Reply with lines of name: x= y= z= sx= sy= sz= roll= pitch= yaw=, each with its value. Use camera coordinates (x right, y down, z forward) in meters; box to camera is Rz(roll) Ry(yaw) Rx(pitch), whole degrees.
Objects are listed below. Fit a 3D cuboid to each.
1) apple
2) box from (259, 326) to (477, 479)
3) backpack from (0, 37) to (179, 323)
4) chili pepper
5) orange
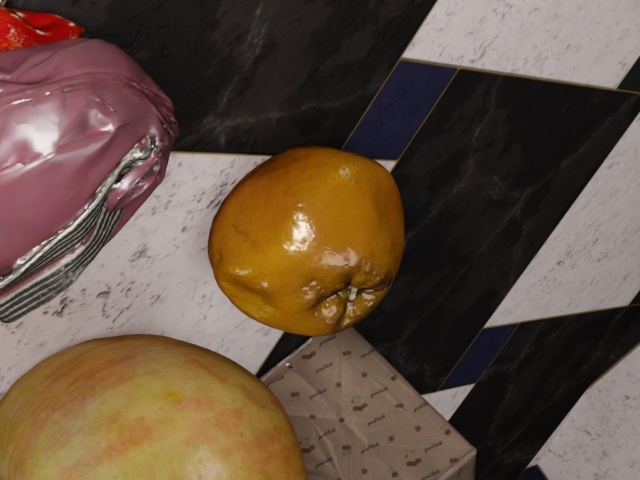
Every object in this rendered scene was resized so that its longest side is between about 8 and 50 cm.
apple: x=-0.195 y=0.294 z=1.690 sx=0.346 sy=0.391 sz=0.391 roll=-9 pitch=137 yaw=-40
box: x=0.046 y=0.301 z=2.189 sx=0.225 sy=0.297 sz=0.190 roll=-37 pitch=151 yaw=-18
backpack: x=-0.263 y=-0.041 z=1.245 sx=0.317 sy=0.197 sz=0.283 roll=-21 pitch=164 yaw=4
chili pepper: x=-0.268 y=-0.169 z=1.271 sx=0.191 sy=0.059 sz=0.050 roll=-14 pitch=126 yaw=-45
orange: x=0.000 y=0.000 z=1.794 sx=0.249 sy=0.183 sz=0.249 roll=-36 pitch=155 yaw=-20
